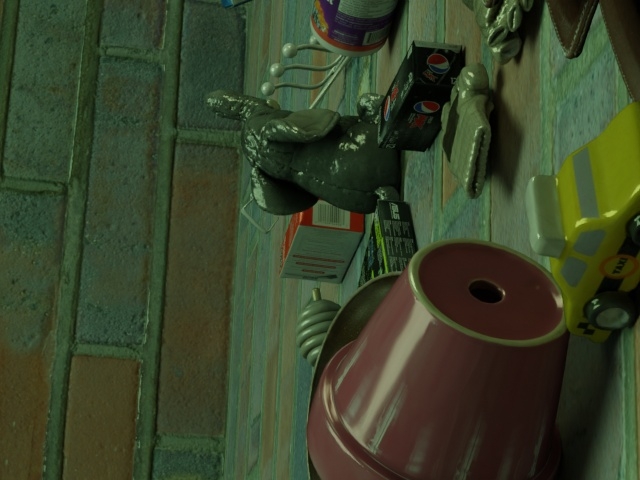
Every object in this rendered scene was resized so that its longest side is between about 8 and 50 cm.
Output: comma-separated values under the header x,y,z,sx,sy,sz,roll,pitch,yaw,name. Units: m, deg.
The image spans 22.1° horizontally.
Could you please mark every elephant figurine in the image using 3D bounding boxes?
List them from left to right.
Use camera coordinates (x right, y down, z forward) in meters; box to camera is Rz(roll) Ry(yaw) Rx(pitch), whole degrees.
x,y,z,sx,sy,sz,roll,pitch,yaw,name
-0.026,-0.109,2.059,0.186,0.239,0.169,154,122,-79,elephant figurine

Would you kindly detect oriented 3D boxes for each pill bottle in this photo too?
x,y,z,sx,sy,sz,roll,pitch,yaw,name
0.054,-0.341,2.123,0.193,0.108,0.108,106,166,-48,pill bottle

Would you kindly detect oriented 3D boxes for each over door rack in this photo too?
x,y,z,sx,sy,sz,roll,pitch,yaw,name
-0.040,-0.191,2.381,0.239,0.108,0.324,136,158,-77,over door rack

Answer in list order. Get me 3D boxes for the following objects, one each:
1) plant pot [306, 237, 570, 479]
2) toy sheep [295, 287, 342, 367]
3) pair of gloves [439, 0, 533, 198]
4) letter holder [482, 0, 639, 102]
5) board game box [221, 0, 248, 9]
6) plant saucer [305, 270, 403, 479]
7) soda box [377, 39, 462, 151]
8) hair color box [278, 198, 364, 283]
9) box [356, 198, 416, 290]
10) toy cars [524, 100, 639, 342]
x,y,z,sx,sy,sz,roll,pitch,yaw,name
0.104,0.106,1.261,0.201,0.201,0.180,-96,19,-52,plant pot
0.006,0.126,2.211,0.091,0.091,0.132,112,143,-60,toy sheep
0.159,-0.169,1.576,0.204,0.042,0.240,-108,27,-76,pair of gloves
0.175,-0.259,1.194,0.214,0.152,0.301,102,169,-45,letter holder
-0.001,-0.419,1.589,0.086,0.302,0.308,-146,35,-79,board game box
0.086,0.185,1.518,0.311,0.050,0.310,-13,75,58,plant saucer
0.110,-0.157,1.815,0.169,0.060,0.053,118,154,-66,soda box
0.000,0.000,2.299,0.167,0.093,0.053,113,162,-60,hair color box
0.076,0.079,1.935,0.190,0.045,0.184,-95,17,-54,box
0.204,-0.009,1.045,0.394,0.087,0.176,-166,82,-81,toy cars
